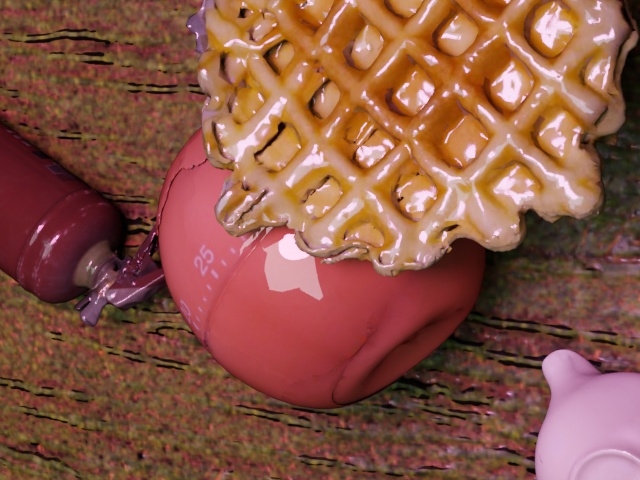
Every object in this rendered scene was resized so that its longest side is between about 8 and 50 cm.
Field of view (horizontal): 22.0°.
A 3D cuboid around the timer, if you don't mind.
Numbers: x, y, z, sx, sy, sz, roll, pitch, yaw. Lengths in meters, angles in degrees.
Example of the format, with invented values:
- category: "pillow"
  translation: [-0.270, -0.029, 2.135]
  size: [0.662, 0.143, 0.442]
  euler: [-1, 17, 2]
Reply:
- category: "timer"
  translation: [0.000, 0.000, 1.197]
  size: [0.215, 0.229, 0.229]
  euler: [52, 120, 17]

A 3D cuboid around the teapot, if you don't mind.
- category: "teapot"
  translation: [0.232, 0.176, 1.189]
  size: [0.226, 0.092, 0.145]
  euler: [50, 120, 8]

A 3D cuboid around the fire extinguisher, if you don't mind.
- category: "fire extinguisher"
  translation: [-0.246, -0.045, 1.409]
  size: [0.337, 0.106, 0.147]
  euler: [34, 90, 18]

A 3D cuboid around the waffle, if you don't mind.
- category: "waffle"
  translation: [0.056, -0.134, 1.061]
  size: [0.297, 0.073, 0.317]
  euler: [-5, 83, 19]
